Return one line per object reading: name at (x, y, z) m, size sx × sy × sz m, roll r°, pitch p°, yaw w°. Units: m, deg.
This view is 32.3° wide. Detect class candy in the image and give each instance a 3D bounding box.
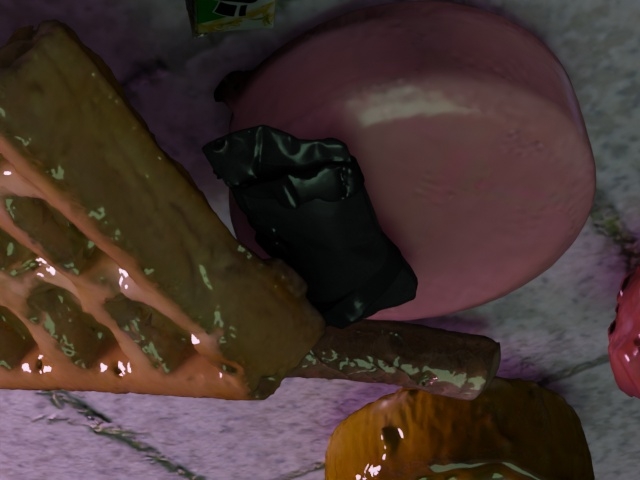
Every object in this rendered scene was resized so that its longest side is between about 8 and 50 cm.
candy at (0.052, -0.046, 0.740) m, size 0.256 × 0.094 × 0.255 m, roll -2°, pitch 140°, yaw -2°
candy at (0.129, 0.225, 1.042) m, size 0.260 × 0.118 × 0.259 m, roll -2°, pitch 142°, yaw -2°

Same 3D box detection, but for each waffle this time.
waffle at (-0.205, 0.001, 0.695) m, size 0.348 × 0.077 × 0.304 m, roll -3°, pitch 140°, yaw 33°

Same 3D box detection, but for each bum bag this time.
bum bag at (0.000, 0.000, 0.677) m, size 0.087 × 0.049 × 0.197 m, roll -11°, pitch 140°, yaw 16°

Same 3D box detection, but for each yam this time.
yam at (0.002, 0.090, 0.915) m, size 0.300 × 0.066 × 0.066 m, roll 6°, pitch 138°, yaw -10°

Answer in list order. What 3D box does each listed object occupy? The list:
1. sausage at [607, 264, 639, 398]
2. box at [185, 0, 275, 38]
sausage at (0.355, 0.087, 0.876) m, size 0.280 × 0.152 × 0.152 m, roll 11°, pitch 137°, yaw -17°
box at (-0.049, -0.185, 0.576) m, size 0.050 × 0.041 × 0.207 m, roll -10°, pitch 153°, yaw -9°
